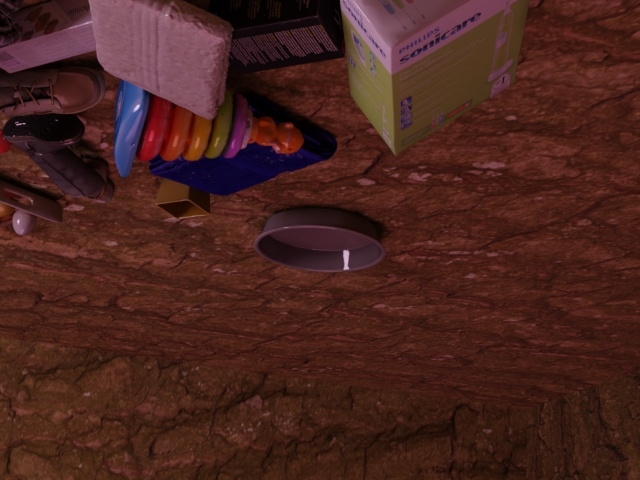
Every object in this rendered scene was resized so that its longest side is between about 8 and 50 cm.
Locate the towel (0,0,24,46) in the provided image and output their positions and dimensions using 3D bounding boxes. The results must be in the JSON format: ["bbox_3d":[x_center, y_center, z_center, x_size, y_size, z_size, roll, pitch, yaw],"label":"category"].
[{"bbox_3d":[-0.587,-0.332,1.359,0.235,0.121,0.284,-11,154,34],"label":"towel"}]

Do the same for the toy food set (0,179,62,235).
[{"bbox_3d":[-0.731,-0.054,2.159,0.306,0.092,0.220,-15,152,41],"label":"toy food set"}]

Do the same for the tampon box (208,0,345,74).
[{"bbox_3d":[-0.054,-0.305,1.324,0.161,0.120,0.101,-4,156,22],"label":"tampon box"}]

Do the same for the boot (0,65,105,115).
[{"bbox_3d":[-0.464,-0.230,1.573,0.213,0.077,0.165,0,-168,19],"label":"boot"}]

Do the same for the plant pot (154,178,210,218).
[{"bbox_3d":[-0.266,-0.098,1.966,0.081,0.083,0.081,-6,158,26],"label":"plant pot"}]

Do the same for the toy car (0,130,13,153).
[{"bbox_3d":[-0.719,-0.166,1.915,0.239,0.053,0.225,11,158,-18],"label":"toy car"}]

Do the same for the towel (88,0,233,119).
[{"bbox_3d":[-0.208,-0.257,1.321,0.187,0.049,0.282,24,164,-3],"label":"towel"}]

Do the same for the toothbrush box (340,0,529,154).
[{"bbox_3d":[0.146,-0.261,1.278,0.206,0.122,0.283,-32,161,-6],"label":"toothbrush box"}]

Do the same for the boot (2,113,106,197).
[{"bbox_3d":[-0.461,-0.150,1.844,0.190,0.076,0.208,8,149,31],"label":"boot"}]

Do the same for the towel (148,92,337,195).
[{"bbox_3d":[-0.152,-0.155,1.807,0.308,0.076,0.228,-16,151,42],"label":"towel"}]

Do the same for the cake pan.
[{"bbox_3d":[0.000,0.000,2.217,0.293,0.054,0.293,4,159,1],"label":"cake pan"}]

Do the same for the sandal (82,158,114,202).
[{"bbox_3d":[-0.457,-0.110,2.018,0.072,0.049,0.180,7,159,-7],"label":"sandal"}]

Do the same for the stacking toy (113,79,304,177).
[{"bbox_3d":[-0.169,-0.187,1.585,0.302,0.165,0.175,8,136,-18],"label":"stacking toy"}]

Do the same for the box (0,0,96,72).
[{"bbox_3d":[-0.351,-0.312,1.445,0.324,0.063,0.067,-8,157,29],"label":"box"}]
